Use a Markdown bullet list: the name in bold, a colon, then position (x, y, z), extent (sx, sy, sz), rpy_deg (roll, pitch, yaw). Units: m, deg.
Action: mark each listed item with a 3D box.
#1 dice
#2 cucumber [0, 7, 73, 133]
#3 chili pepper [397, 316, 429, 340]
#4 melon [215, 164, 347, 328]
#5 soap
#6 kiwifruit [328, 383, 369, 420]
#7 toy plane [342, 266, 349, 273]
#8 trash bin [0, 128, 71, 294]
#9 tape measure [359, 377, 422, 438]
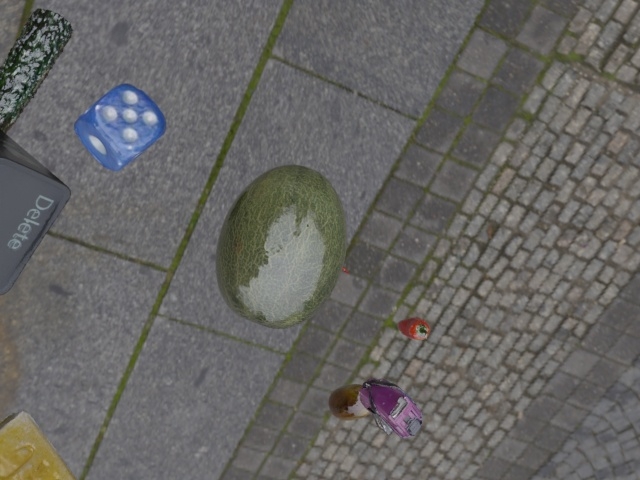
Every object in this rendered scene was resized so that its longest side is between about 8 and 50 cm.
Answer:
- **dice**: position (-0.433, -0.242, 1.588), extent (0.143, 0.146, 0.146), rpy_deg (49, 149, -14)
- **cucumber**: position (-0.650, -0.329, 1.555), extent (0.096, 0.360, 0.096), rpy_deg (20, 160, 8)
- **chili pepper**: position (0.224, 0.207, 1.747), extent (0.059, 0.191, 0.050), rpy_deg (-6, 92, -13)
- **melon**: position (-0.069, 0.010, 1.357), extent (0.237, 0.237, 0.302), rpy_deg (19, 80, -15)
- **soap**: position (-0.572, 0.480, 1.428), extent (0.080, 0.160, 0.258), rpy_deg (-25, 102, 39)
- **kiwifruit**: position (0.064, 0.344, 1.557), extent (0.075, 0.075, 0.124), rpy_deg (34, 151, -21)
- **toy plane**: position (0.004, 0.001, 1.655), extent (0.077, 0.126, 0.194), rpy_deg (-36, 82, 19)
- **trash bin**: position (-0.448, -0.063, 0.942), extent (0.115, 0.225, 0.165), rpy_deg (29, 95, -50)
- **tape measure**: position (0.129, 0.313, 1.379), extent (0.074, 0.118, 0.125), rpy_deg (-46, 125, -14)
